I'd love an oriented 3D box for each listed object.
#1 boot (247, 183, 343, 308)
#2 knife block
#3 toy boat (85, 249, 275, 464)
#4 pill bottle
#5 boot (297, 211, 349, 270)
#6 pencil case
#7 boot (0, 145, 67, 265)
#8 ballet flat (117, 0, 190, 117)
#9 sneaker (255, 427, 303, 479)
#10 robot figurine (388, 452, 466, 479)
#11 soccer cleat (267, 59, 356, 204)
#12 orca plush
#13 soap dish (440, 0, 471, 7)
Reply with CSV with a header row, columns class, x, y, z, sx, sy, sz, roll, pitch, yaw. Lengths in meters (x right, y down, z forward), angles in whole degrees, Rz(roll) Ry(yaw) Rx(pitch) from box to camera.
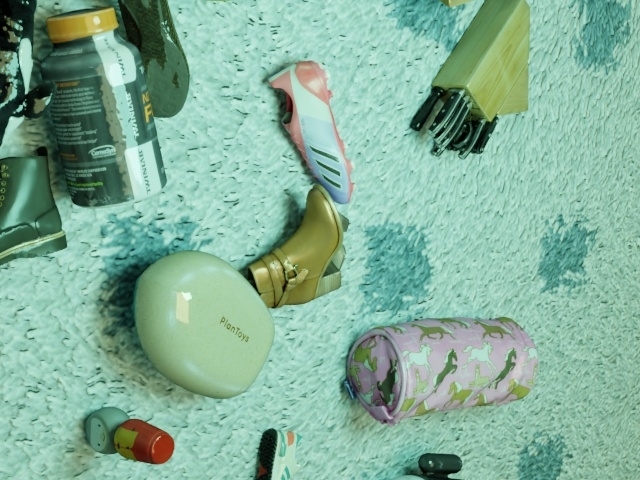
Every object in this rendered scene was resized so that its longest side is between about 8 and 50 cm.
class,x,y,z,sx,sy,sz,roll,pitch,yaw
boot,-0.044,0.018,1.594,0.152,0.073,0.197,-16,116,-23
knife block,0.260,-0.285,1.804,0.242,0.088,0.275,-12,107,-40
toy boat,-0.213,0.169,1.466,0.267,0.148,0.318,50,59,-41
pill bottle,-0.285,-0.174,1.324,0.130,0.130,0.245,-23,114,-36
boot,0.000,0.000,1.672,0.087,0.042,0.118,11,90,-35
pencil case,0.228,0.228,1.836,0.386,0.160,0.167,-1,132,-42
boot,-0.418,-0.038,1.284,0.198,0.077,0.137,-20,107,-51
ballet flat,-0.230,-0.277,1.373,0.084,0.058,0.249,-12,130,-1
sneaker,-0.066,0.389,1.676,0.075,0.057,0.161,11,89,-36
robot figurine,0.211,0.516,1.863,0.278,0.209,0.173,18,127,-42
soccer cleat,-0.010,-0.163,1.613,0.095,0.083,0.248,-18,119,-6
orca plush,-0.377,-0.222,1.201,0.151,0.102,0.287,34,87,-3
soap dish,0.289,-0.543,1.753,0.291,0.118,0.228,-24,117,-35
